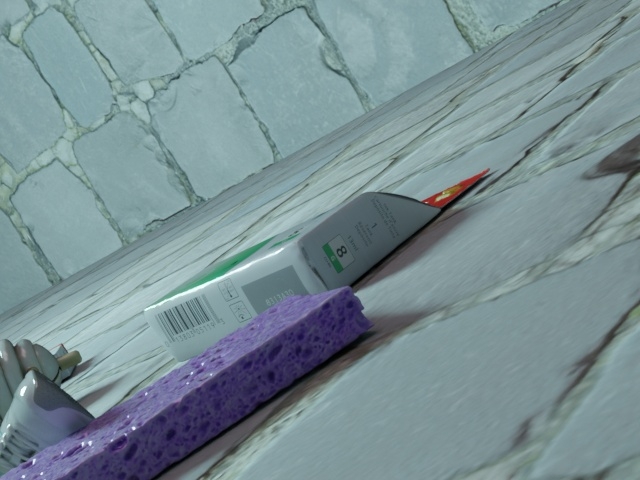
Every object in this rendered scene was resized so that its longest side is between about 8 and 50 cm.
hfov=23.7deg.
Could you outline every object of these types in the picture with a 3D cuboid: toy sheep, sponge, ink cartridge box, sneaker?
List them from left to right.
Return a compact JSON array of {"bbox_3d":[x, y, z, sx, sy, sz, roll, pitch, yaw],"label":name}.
[{"bbox_3d":[-0.259,0.123,1.264,0.132,0.091,0.091,-18,3,-12],"label":"toy sheep"},{"bbox_3d":[-0.174,0.125,0.940,0.061,0.053,0.152,-49,-6,-23],"label":"sneaker"},{"bbox_3d":[-0.280,0.132,1.531,0.063,0.029,0.115,-32,6,-2],"label":"ink cartridge box"},{"bbox_3d":[-0.077,0.093,0.851,0.210,0.031,0.117,-33,6,-16],"label":"sponge"},{"bbox_3d":[0.000,0.000,1.143,0.181,0.056,0.224,-25,10,44],"label":"ink cartridge box"}]
